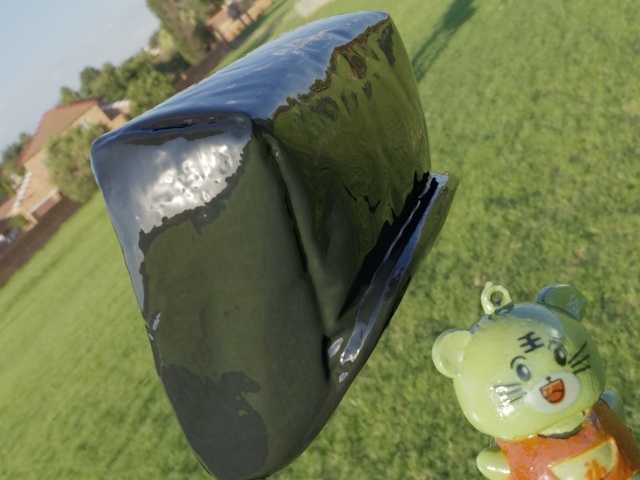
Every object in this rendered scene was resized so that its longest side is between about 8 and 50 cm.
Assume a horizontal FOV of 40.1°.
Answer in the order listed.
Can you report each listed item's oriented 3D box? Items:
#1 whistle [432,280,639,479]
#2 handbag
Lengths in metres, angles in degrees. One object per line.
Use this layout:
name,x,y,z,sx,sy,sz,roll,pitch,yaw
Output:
whistle,0.187,0.165,0.685,0.131,0.288,0.106,-22,-1,-11
handbag,0.003,-0.001,0.624,0.177,0.275,0.302,-10,21,23
